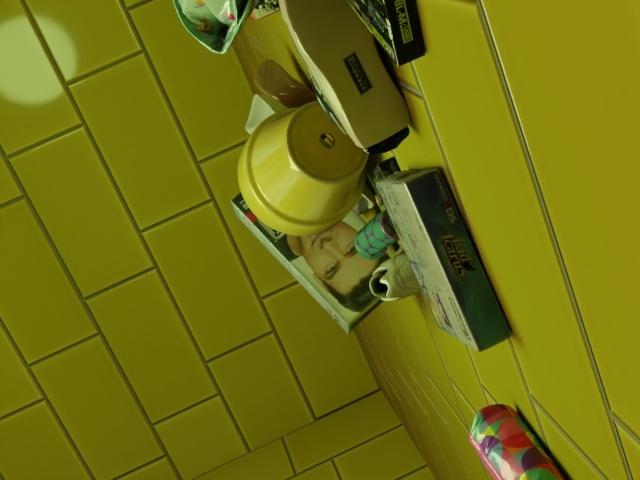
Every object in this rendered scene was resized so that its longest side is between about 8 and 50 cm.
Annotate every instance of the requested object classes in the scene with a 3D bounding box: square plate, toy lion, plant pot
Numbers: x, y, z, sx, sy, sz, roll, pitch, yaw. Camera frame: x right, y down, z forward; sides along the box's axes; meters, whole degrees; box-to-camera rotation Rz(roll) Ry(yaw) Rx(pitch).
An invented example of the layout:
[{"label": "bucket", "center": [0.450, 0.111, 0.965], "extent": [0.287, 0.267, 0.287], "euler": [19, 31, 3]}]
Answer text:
[{"label": "square plate", "center": [-0.023, -0.184, 2.210], "extent": [0.344, 0.049, 0.347], "euler": [44, 170, -2]}, {"label": "toy lion", "center": [0.122, -0.084, 1.895], "extent": [0.096, 0.034, 0.100], "euler": [-109, -3, -53]}, {"label": "plant pot", "center": [-0.016, -0.157, 1.898], "extent": [0.254, 0.254, 0.239], "euler": [65, 160, 6]}]

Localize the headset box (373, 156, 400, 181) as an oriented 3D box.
[{"label": "headset box", "center": [0.123, -0.106, 1.716], "extent": [0.083, 0.032, 0.062], "euler": [119, 126, -83]}]

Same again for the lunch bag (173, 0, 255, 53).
[{"label": "lunch bag", "center": [-0.176, -0.505, 1.796], "extent": [0.223, 0.160, 0.262], "euler": [-69, -28, -42]}]

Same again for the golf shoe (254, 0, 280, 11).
[{"label": "golf shoe", "center": [-0.061, -0.466, 1.659], "extent": [0.273, 0.105, 0.120], "euler": [157, 105, -81]}]

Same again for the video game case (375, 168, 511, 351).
[{"label": "video game case", "center": [0.182, 0.021, 1.500], "extent": [0.244, 0.061, 0.269], "euler": [-157, 43, -82]}]

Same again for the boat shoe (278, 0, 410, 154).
[{"label": "boat shoe", "center": [0.009, -0.288, 1.409], "extent": [0.158, 0.127, 0.340], "euler": [43, 159, 60]}]

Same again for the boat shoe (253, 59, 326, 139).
[{"label": "boat shoe", "center": [-0.049, -0.323, 2.304], "extent": [0.096, 0.098, 0.277], "euler": [25, -156, -54]}]

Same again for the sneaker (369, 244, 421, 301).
[{"label": "sneaker", "center": [0.142, 0.063, 1.827], "extent": [0.262, 0.121, 0.099], "euler": [122, 124, -85]}]

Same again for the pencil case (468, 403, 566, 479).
[{"label": "pencil case", "center": [0.315, 0.359, 1.538], "extent": [0.236, 0.104, 0.104], "euler": [-120, 7, -60]}]

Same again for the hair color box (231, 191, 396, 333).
[{"label": "hair color box", "center": [0.000, 0.000, 2.116], "extent": [0.374, 0.185, 0.113], "euler": [46, 170, 13]}]

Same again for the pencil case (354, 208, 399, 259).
[{"label": "pencil case", "center": [0.118, -0.012, 1.828], "extent": [0.070, 0.064, 0.152], "euler": [32, 158, -6]}]

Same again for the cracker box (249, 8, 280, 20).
[{"label": "cracker box", "center": [-0.176, -0.623, 2.229], "extent": [0.156, 0.067, 0.232], "euler": [-129, 15, -71]}]

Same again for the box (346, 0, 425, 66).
[{"label": "box", "center": [0.056, -0.334, 1.179], "extent": [0.190, 0.045, 0.184], "euler": [60, 176, 43]}]
